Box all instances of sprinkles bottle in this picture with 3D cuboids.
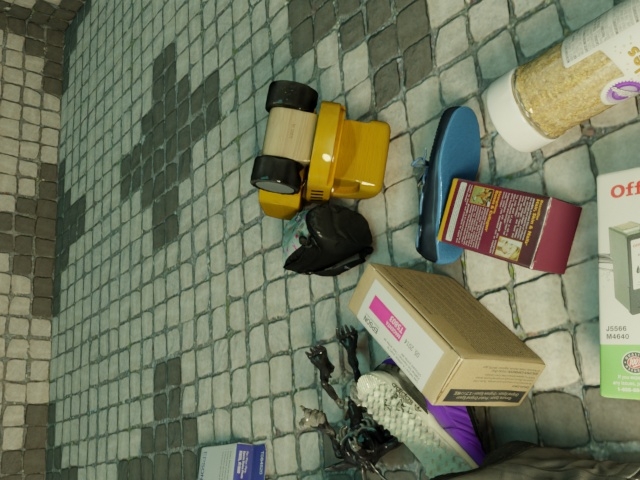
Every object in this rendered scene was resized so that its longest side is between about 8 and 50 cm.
[{"bbox_3d":[0.389,-0.241,0.912,0.355,0.121,0.121,-29,60,46],"label":"sprinkles bottle"}]

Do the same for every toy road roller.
[{"bbox_3d":[0.003,-0.154,1.368,0.329,0.240,0.203,101,180,-80],"label":"toy road roller"}]

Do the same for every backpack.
[{"bbox_3d":[0.000,0.000,1.365,0.182,0.151,0.115,-35,44,53],"label":"backpack"}]

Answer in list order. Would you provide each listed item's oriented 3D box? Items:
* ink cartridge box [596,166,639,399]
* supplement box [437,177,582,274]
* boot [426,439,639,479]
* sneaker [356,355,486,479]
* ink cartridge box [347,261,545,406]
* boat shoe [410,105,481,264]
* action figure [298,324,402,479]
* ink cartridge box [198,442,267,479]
[{"bbox_3d":[0.432,0.046,0.796,0.198,0.114,0.273,-11,74,51],"label":"ink cartridge box"},{"bbox_3d":[0.277,-0.024,1.042,0.188,0.080,0.104,21,99,53],"label":"supplement box"},{"bbox_3d":[0.240,0.327,0.813,0.222,0.338,0.118,-13,99,54],"label":"boot"},{"bbox_3d":[0.201,0.280,1.049,0.293,0.146,0.102,49,138,10],"label":"sneaker"},{"bbox_3d":[0.181,0.138,1.038,0.235,0.193,0.088,49,120,46],"label":"ink cartridge box"},{"bbox_3d":[0.191,-0.093,1.152,0.089,0.109,0.258,13,91,56],"label":"boat shoe"},{"bbox_3d":[0.044,0.294,1.220,0.164,0.141,0.276,-30,52,15],"label":"action figure"},{"bbox_3d":[-0.205,0.564,1.542,0.224,0.045,0.223,-25,54,46],"label":"ink cartridge box"}]
